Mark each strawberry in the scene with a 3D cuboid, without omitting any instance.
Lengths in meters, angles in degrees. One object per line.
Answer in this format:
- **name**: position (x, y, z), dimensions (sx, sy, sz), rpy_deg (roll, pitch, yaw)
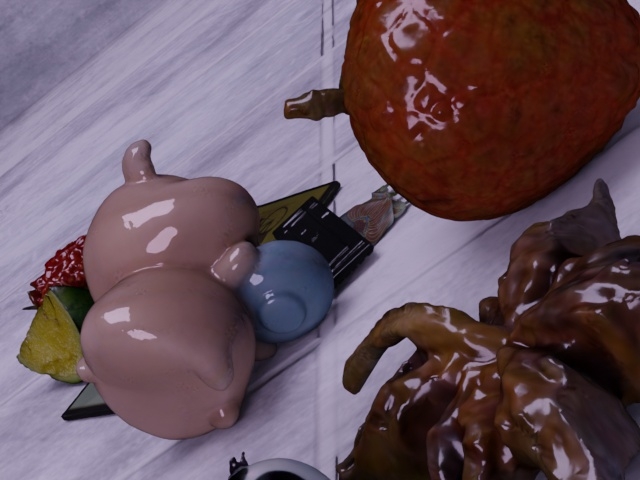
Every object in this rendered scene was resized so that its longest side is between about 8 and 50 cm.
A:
- **strawberry**: position (-0.238, 0.022, 1.721), dimensions (0.208, 0.087, 0.167), rpy_deg (-30, -14, 16)

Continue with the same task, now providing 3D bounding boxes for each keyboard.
- **keyboard**: position (0.000, 0.000, 1.474), dimensions (0.061, 0.013, 0.204), rpy_deg (-44, 22, -2)

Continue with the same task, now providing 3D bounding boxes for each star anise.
- **star anise**: position (0.127, 0.077, 0.972), dimensions (0.292, 0.109, 0.349), rpy_deg (-36, 19, 0)

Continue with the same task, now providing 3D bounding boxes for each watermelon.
- **watermelon**: position (-0.275, 0.103, 1.679), dimensions (0.075, 0.092, 0.181), rpy_deg (-44, -8, -36)

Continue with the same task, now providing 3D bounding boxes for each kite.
- **kite**: position (0.066, -0.041, 1.468), dimensions (0.229, 0.016, 0.127), rpy_deg (-43, 23, -2)

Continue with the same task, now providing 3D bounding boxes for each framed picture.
- **framed picture**: position (-0.131, 0.066, 1.610), dimensions (0.244, 0.013, 0.324), rpy_deg (-16, 31, 52)

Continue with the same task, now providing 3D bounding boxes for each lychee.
- **lychee**: position (0.122, -0.132, 1.233), dimensions (0.300, 0.255, 0.255), rpy_deg (-21, 26, 22)

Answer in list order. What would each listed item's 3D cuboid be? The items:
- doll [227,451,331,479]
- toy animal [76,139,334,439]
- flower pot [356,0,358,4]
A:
- **doll**: position (-0.007, 0.204, 0.957), dimensions (0.110, 0.106, 0.181), rpy_deg (-26, 19, -24)
- **toy animal**: position (-0.131, 0.063, 1.353), dimensions (0.230, 0.210, 0.221), rpy_deg (25, 56, 29)
- **flower pot**: position (0.137, -0.285, 1.639), dimensions (0.189, 0.157, 0.243), rpy_deg (-26, 24, 33)
